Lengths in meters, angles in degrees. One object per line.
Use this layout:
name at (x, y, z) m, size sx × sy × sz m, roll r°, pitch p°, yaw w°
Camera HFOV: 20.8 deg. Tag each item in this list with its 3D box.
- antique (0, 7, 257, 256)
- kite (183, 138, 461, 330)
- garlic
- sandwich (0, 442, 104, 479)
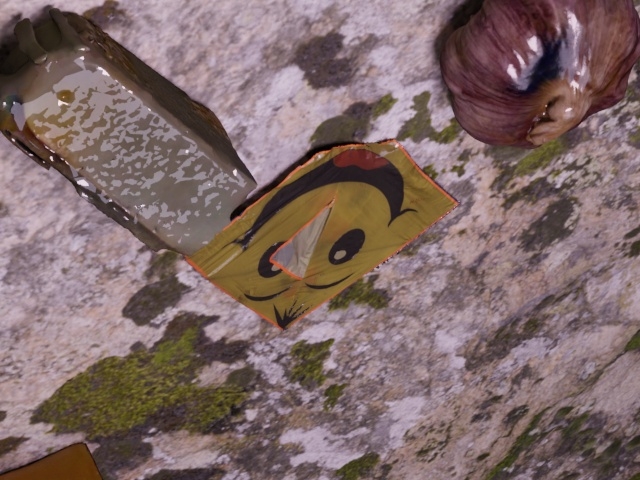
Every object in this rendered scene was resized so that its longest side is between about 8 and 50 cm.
antique at (-0.203, -0.111, 1.691) m, size 0.125 × 0.150 × 0.284 m, roll -43°, pitch 136°, yaw 9°
kite at (0.001, 0.002, 2.070) m, size 0.377 × 0.013 × 0.327 m, roll -9°, pitch 140°, yaw -31°
garlic at (0.250, -0.192, 1.891) m, size 0.245 × 0.160 × 0.245 m, roll -20°, pitch 143°, yaw -16°
sandwich at (-0.328, 0.402, 2.129) m, size 0.198 × 0.227 × 0.155 m, roll -22°, pitch 144°, yaw -14°
